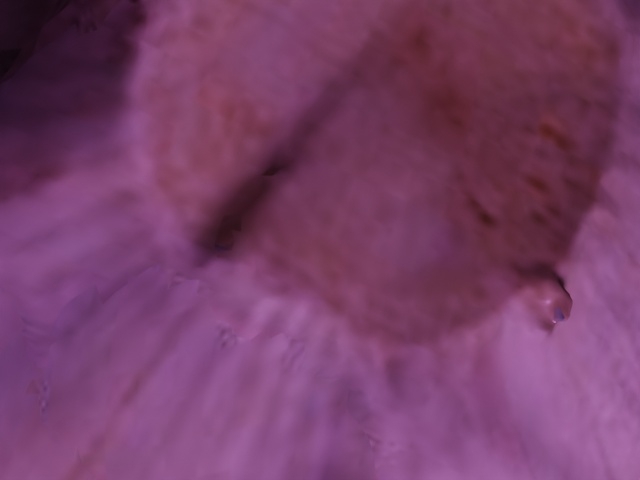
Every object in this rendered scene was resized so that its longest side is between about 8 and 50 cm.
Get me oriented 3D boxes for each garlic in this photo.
[{"bbox_3d":[0.000,0.000,0.551,0.317,0.317,0.259,-10,172,-3],"label":"garlic"}]
